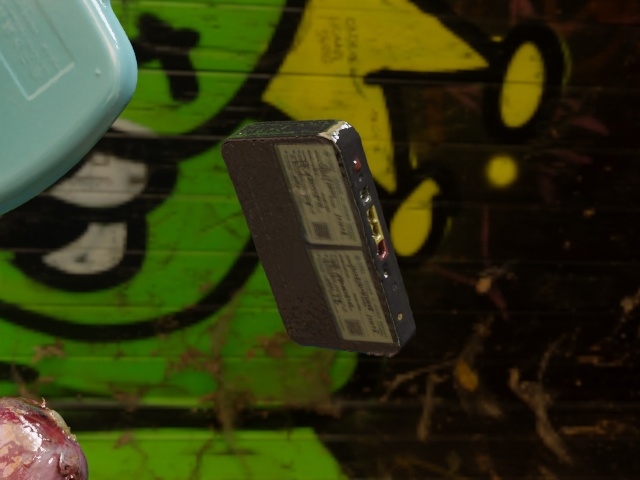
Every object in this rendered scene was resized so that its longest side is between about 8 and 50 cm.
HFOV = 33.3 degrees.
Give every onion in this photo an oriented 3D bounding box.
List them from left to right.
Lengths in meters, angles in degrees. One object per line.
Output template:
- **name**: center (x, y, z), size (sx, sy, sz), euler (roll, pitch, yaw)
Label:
- **onion**: center (-0.357, 0.266, 1.182), size (0.159, 0.195, 0.159), euler (49, -9, 10)

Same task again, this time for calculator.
- **calculator**: center (-0.355, -0.171, 1.141), size (0.256, 0.386, 0.054), euler (58, 27, -1)

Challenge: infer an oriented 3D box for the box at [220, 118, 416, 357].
- **box**: center (0.000, 0.000, 1.495), size (0.058, 0.211, 0.350), euler (-43, 125, -44)
